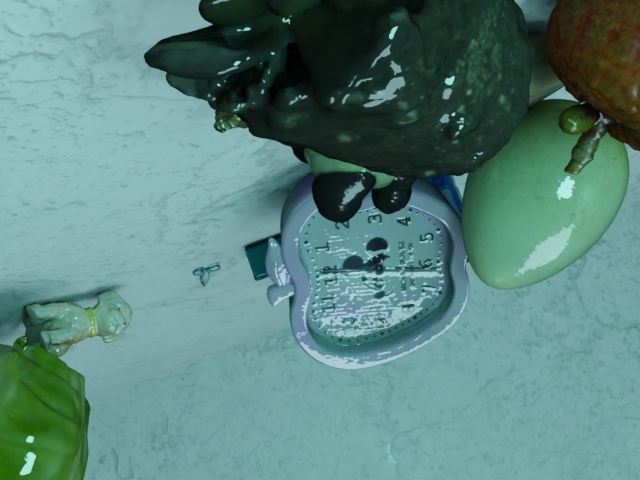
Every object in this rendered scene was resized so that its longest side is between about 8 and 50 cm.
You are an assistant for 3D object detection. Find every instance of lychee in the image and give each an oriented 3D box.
[{"bbox_3d":[0.365,-0.208,0.893,0.300,0.255,0.255,-41,161,21],"label":"lychee"}]

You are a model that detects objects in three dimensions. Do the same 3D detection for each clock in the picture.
[{"bbox_3d":[0.071,0.043,1.290,0.339,0.338,0.102,-22,-154,4],"label":"clock"}]

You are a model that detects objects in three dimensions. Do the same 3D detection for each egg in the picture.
[{"bbox_3d":[0.315,-0.064,1.168,0.295,0.218,0.218,-61,157,10],"label":"egg"}]

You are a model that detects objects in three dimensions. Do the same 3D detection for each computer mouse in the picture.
[{"bbox_3d":[0.235,-0.205,1.034,0.237,0.081,0.145,-26,176,-39],"label":"computer mouse"}]

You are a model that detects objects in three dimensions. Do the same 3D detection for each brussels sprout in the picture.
[{"bbox_3d":[-0.572,0.355,1.318,0.343,0.360,0.425,22,155,-25],"label":"brussels sprout"}]

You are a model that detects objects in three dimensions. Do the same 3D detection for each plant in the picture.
[{"bbox_3d":[0.025,-0.163,0.595,0.199,0.188,0.276,-5,163,45],"label":"plant"}]

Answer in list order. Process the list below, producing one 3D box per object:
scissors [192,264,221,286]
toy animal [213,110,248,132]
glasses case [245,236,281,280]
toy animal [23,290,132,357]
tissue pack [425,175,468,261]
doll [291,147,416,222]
[{"bbox_3d":[-0.238,0.074,1.648,0.058,0.014,0.119,-12,163,-18],"label":"scissors"},{"bbox_3d":[-0.011,-0.166,0.859,0.220,0.069,0.086,-13,-172,-13],"label":"toy animal"},{"bbox_3d":[0.000,0.000,1.610,0.301,0.070,0.117,-21,174,-7],"label":"glasses case"},{"bbox_3d":[-0.453,0.162,1.489,0.185,0.104,0.184,-18,167,-35],"label":"toy animal"},{"bbox_3d":[0.134,-0.013,1.444,0.264,0.198,0.146,-22,170,4],"label":"tissue pack"},{"bbox_3d":[0.073,-0.116,1.040,0.234,0.143,0.135,-10,158,-41],"label":"doll"}]
